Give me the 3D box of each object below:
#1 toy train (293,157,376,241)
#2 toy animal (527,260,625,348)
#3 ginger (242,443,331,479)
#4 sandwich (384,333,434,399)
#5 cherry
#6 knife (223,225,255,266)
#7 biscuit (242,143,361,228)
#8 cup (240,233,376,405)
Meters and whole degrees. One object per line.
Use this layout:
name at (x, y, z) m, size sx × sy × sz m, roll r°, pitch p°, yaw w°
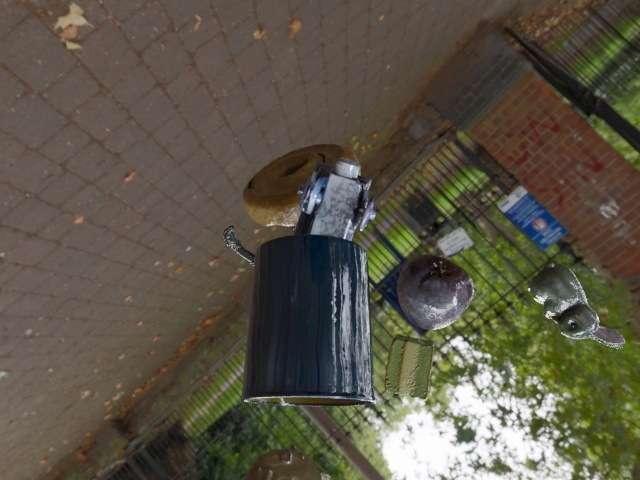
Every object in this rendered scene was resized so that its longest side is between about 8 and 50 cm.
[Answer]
toy train at (0.000, 0.000, 0.901) m, size 0.202 × 0.131 × 0.299 m, roll -100°, pitch -152°, yaw -81°
toy animal at (0.630, 0.176, 1.271) m, size 0.127 × 0.251 × 0.125 m, roll 17°, pitch 123°, yaw -48°
ginger at (-0.040, 0.505, 0.809) m, size 0.176 × 0.375 × 0.256 m, roll -7°, pitch 126°, yaw -10°
sandwich at (0.245, 0.338, 1.399) m, size 0.187 × 0.117 × 0.144 m, roll 31°, pitch 70°, yaw -76°
cherry at (0.284, 0.132, 1.302) m, size 0.195 × 0.195 × 0.195 m, roll -42°, pitch 173°, yaw -7°
knife at (-0.128, 0.042, 1.024) m, size 0.046 × 0.222 × 0.021 m, roll -21°, pitch -134°, yaw 22°
biscuit at (-0.049, -0.142, 1.219) m, size 0.296 × 0.102 × 0.296 m, roll -16°, pitch -150°, yaw 10°
cup at (-0.022, 0.079, 0.474) m, size 0.150 × 0.138 × 0.113 m, roll -19°, pitch 151°, yaw 41°
